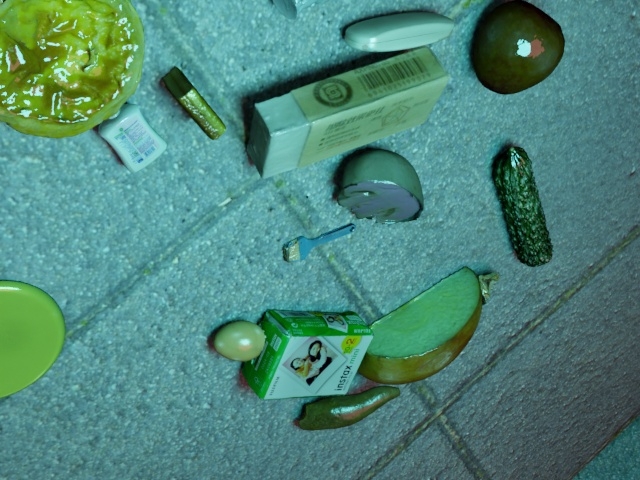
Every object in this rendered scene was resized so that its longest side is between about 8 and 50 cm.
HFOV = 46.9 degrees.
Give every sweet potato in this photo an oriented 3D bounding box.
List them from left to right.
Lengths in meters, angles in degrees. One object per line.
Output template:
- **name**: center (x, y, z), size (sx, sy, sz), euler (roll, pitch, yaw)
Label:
- **sweet potato**: center (0.064, 0.377, 1.657), size (0.244, 0.077, 0.077), euler (-14, 131, 2)

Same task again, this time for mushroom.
- **mushroom**: center (0.119, -0.107, 1.387), size (0.188, 0.141, 0.117), euler (38, 60, -47)

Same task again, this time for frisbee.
- **frisbee**: center (-0.522, 0.166, 1.170), size (0.236, 0.017, 0.236), euler (-19, 128, -26)

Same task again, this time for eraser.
- **eraser**: center (0.046, -0.215, 1.246), size (0.343, 0.078, 0.144), euler (-22, 160, -22)

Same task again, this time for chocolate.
- **chocolate**: center (0.361, -0.349, 1.367), size (0.177, 0.177, 0.176), euler (-19, 129, -25)

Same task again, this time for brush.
- **brush**: center (0.000, 0.000, 1.441), size (0.164, 0.014, 0.051), euler (-23, 131, -23)

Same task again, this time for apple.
- **apple**: center (0.240, 0.214, 1.686), size (0.346, 0.254, 0.179), euler (-31, 90, -18)

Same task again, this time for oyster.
- **oyster**: center (0.401, 0.122, 1.775), size (0.146, 0.045, 0.121), euler (-34, 137, -60)

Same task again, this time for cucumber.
- **cucumber**: center (0.452, -0.081, 1.664), size (0.096, 0.096, 0.359), euler (-39, 132, -8)

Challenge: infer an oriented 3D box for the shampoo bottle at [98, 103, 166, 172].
- **shampoo bottle**: center (-0.285, -0.158, 1.103), size (0.072, 0.043, 0.099), euler (-40, 134, -7)

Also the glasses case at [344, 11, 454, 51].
- **glasses case**: center (0.135, -0.354, 1.251), size (0.204, 0.081, 0.051), euler (-16, 125, -25)

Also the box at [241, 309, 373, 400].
- **box**: center (-0.024, 0.231, 1.519), size (0.250, 0.103, 0.180), euler (6, 116, -38)

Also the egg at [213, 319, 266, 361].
- **egg**: center (-0.157, 0.192, 1.411), size (0.096, 0.080, 0.080), euler (12, 111, -32)

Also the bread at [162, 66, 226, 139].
- **bread**: center (-0.190, -0.205, 1.108), size (0.035, 0.090, 0.094), euler (-39, 135, -1)

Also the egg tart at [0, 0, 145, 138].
- **egg tart**: center (-0.345, -0.251, 0.954), size (0.241, 0.106, 0.241), euler (-21, 132, -24)

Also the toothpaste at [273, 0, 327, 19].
- **toothpaste**: center (0.054, -0.446, 1.145), size (0.299, 0.073, 0.114), euler (-39, 134, -18)
